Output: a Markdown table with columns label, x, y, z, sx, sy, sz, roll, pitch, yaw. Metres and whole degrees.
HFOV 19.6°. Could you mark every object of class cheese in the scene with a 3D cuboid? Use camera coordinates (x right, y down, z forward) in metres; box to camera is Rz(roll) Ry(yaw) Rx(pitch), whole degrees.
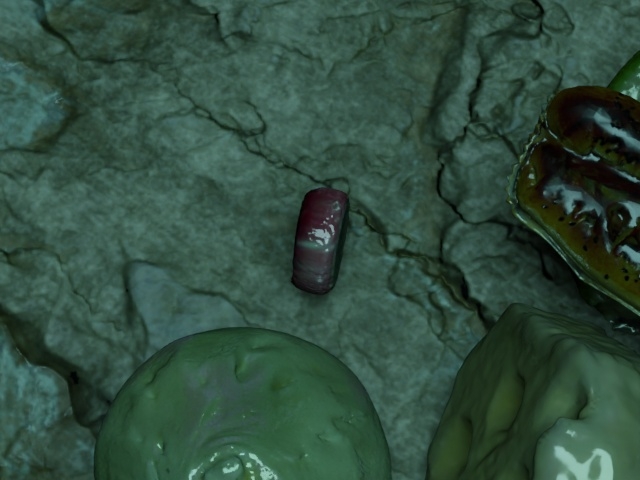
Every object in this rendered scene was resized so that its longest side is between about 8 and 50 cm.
| label | x | y | z | sx | sy | sz | roll | pitch | yaw |
| --- | --- | --- | --- | --- | --- | --- | --- | --- | --- |
| cheese | 0.183 | 0.198 | 1.603 | 0.115 | 0.318 | 0.326 | 19 | 58 | -13 |

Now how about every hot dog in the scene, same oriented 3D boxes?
| label | x | y | z | sx | sy | sz | roll | pitch | yaw |
| --- | --- | --- | --- | --- | --- | --- | --- | --- | --- |
| hot dog | 0.290 | -0.025 | 1.669 | 0.270 | 0.082 | 0.162 | 41 | 79 | 11 |

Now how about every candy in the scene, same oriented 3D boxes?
| label | x | y | z | sx | sy | sz | roll | pitch | yaw |
| --- | --- | --- | --- | --- | --- | --- | --- | --- | --- |
| candy | 0.000 | 0.000 | 1.754 | 0.043 | 0.103 | 0.103 | 9 | 72 | 5 |

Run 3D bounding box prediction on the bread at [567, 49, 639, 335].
| label | x | y | z | sx | sy | sz | roll | pitch | yaw |
| --- | --- | --- | --- | --- | --- | --- | --- | --- | --- |
| bread | 0.414 | -0.031 | 1.781 | 0.382 | 0.129 | 0.366 | -25 | 77 | -10 |

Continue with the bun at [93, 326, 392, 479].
| label | x | y | z | sx | sy | sz | roll | pitch | yaw |
| --- | --- | --- | --- | --- | --- | --- | --- | --- | --- |
| bun | -0.068 | 0.200 | 1.648 | 0.283 | 0.179 | 0.283 | 1 | 70 | -4 |
